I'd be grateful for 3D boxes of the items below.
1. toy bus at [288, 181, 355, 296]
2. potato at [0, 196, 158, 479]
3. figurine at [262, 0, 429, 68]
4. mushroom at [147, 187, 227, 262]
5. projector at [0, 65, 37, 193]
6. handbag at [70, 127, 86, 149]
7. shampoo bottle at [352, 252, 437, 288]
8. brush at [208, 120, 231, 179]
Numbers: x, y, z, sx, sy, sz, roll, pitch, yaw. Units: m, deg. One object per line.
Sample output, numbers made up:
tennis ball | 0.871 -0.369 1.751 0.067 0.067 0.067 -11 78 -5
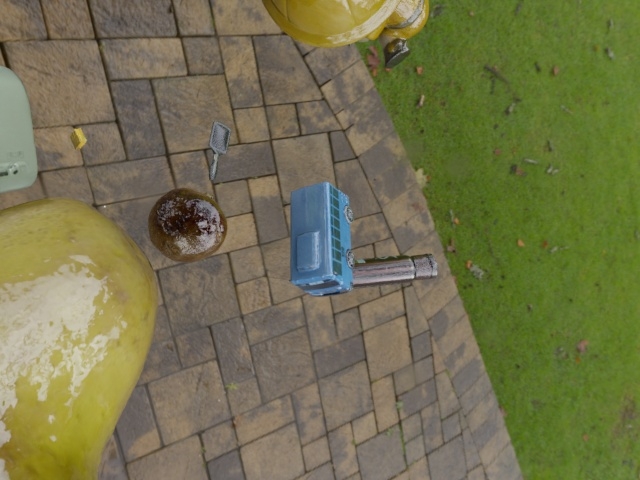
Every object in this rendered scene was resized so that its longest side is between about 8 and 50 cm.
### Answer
toy bus | 0.000 0.000 0.932 0.134 0.116 0.233 31 53 -55
potato | -0.258 0.114 0.380 0.296 0.397 0.289 -45 141 -28
figurine | 0.046 -0.334 0.523 0.257 0.167 0.192 -11 87 -46
mushroom | -0.580 -0.067 1.792 0.239 0.345 0.344 39 75 -52
projector | -0.711 -0.196 0.734 0.249 0.249 0.248 6 107 6
handbag | -0.960 -0.401 1.647 0.027 0.083 0.061 -29 98 -46
shampoo bottle | 0.153 0.085 1.137 0.324 0.129 0.083 -5 89 -8
brush | -0.305 -0.262 1.234 0.063 0.016 0.193 21 67 -38
